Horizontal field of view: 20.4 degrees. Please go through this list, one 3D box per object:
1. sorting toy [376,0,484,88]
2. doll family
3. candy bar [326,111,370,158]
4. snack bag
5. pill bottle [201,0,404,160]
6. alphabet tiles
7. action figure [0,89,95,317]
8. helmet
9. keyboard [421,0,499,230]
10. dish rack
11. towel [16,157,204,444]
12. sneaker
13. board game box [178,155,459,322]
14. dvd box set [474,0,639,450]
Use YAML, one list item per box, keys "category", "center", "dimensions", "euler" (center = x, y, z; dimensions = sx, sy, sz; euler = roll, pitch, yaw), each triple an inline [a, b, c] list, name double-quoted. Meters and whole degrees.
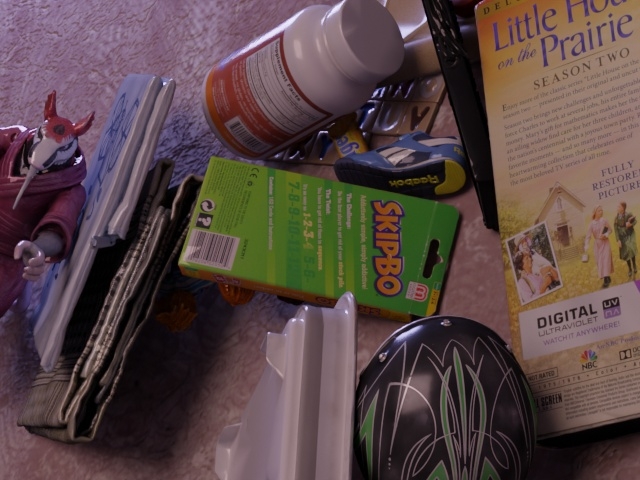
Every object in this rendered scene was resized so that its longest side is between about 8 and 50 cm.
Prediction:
- category: "sorting toy"
  center: [0.098, -0.277, 1.921]
  dimensions: [0.307, 0.041, 0.229]
  euler: [-12, 56, 39]
- category: "doll family"
  center: [-0.113, 0.016, 1.878]
  dimensions: [0.263, 0.118, 0.163]
  euler: [-16, 52, 38]
- category: "candy bar"
  center: [0.044, -0.071, 1.856]
  dimensions: [0.040, 0.018, 0.161]
  euler: [-38, 47, 21]
- category: "snack bag"
  center: [-0.245, -0.026, 1.958]
  dimensions: [0.323, 0.037, 0.342]
  euler: [-156, 87, -77]
- category: "pill bottle"
  center: [-0.017, -0.175, 1.879]
  dimensions: [0.216, 0.121, 0.121]
  euler: [-26, 47, 42]
- category: "alphabet tiles"
  center: [0.049, -0.169, 1.935]
  dimensions: [0.237, 0.009, 0.198]
  euler: [7, 68, 46]
- category: "action figure"
  center: [-0.341, -0.014, 1.995]
  dimensions: [0.370, 0.276, 0.248]
  euler: [-48, 68, 26]
- category: "helmet"
  center: [0.102, 0.152, 1.470]
  dimensions: [0.161, 0.169, 0.169]
  euler: [117, 173, -72]
- category: "keyboard"
  center: [0.126, -0.184, 1.703]
  dimensions: [0.033, 0.201, 0.317]
  euler: [-16, 62, 4]
- category: "dish rack"
  center: [-0.044, 0.224, 1.571]
  dimensions: [0.333, 0.072, 0.285]
  euler: [115, 161, -57]
- category: "towel"
  center: [-0.238, 0.069, 1.921]
  dimensions: [0.312, 0.056, 0.324]
  euler: [-66, 16, -12]
- category: "sneaker"
  center: [0.084, -0.077, 1.794]
  dimensions: [0.144, 0.053, 0.059]
  euler: [-1, 46, 24]
- category: "board game box"
  center: [0.000, 0.000, 1.760]
  dimensions: [0.259, 0.039, 0.124]
  euler: [11, 68, 12]
- category: "dvd box set"
  center: [0.288, -0.055, 1.509]
  dimensions: [0.307, 0.062, 0.420]
  euler: [-19, 66, 35]
